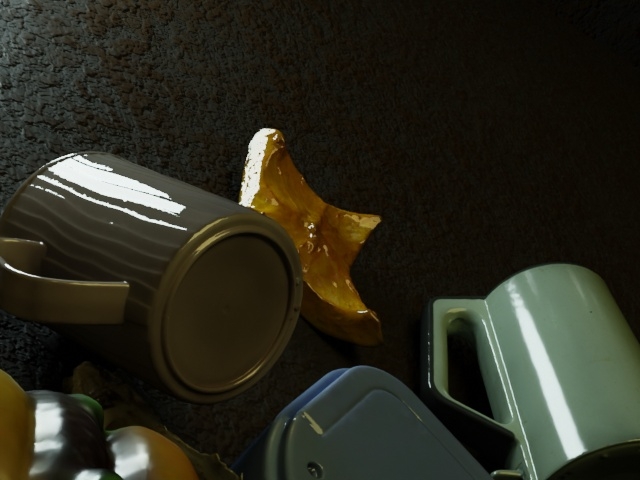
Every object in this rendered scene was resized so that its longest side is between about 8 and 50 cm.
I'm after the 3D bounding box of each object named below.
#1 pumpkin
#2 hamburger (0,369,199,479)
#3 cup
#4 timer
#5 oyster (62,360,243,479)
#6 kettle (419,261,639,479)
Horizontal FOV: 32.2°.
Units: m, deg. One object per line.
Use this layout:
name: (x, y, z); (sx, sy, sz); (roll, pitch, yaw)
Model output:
pumpkin: (-0.018, 0.001, 1.590); (0.258, 0.095, 0.290); (34, 35, -20)
hamburger: (-0.235, 0.275, 0.722); (0.277, 0.396, 0.396); (29, 33, -21)
cup: (-0.195, 0.020, 1.134); (0.273, 0.208, 0.288); (21, -13, 41)
timer: (0.051, 0.342, 1.155); (0.395, 0.173, 0.395); (30, 33, -22)
oyster: (-0.184, 0.231, 1.102); (0.161, 0.107, 0.233); (-28, 75, -22)
kettle: (0.316, 0.227, 1.588); (0.361, 0.250, 0.377); (0, 40, -9)
